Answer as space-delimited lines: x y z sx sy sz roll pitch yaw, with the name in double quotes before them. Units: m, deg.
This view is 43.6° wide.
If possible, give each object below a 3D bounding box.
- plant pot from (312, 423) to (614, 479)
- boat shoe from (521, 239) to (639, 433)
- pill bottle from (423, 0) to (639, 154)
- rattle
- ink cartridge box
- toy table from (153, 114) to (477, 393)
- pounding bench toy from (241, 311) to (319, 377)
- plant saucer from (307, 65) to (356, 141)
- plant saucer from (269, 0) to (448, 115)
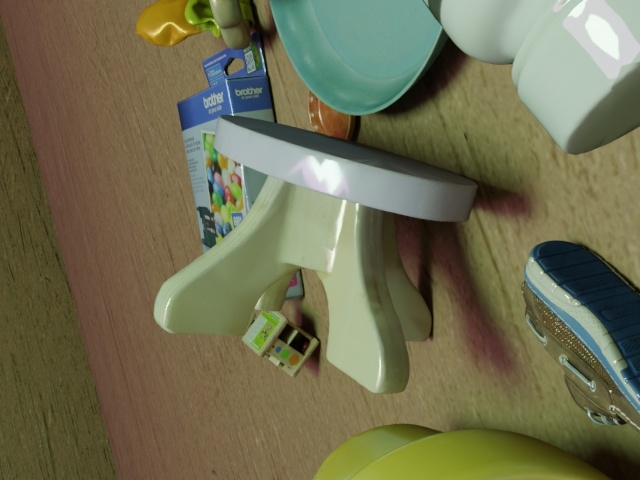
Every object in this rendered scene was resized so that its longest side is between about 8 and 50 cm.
"plant pot" 0.086 0.243 0.564 0.239 0.254 0.254 -167 67 -77
"boat shoe" 0.186 0.077 0.488 0.183 0.066 0.066 -117 25 -48
"pill bottle" 0.101 -0.197 0.410 0.283 0.161 0.161 58 148 16
"rattle" -0.140 -0.258 0.834 0.200 0.142 0.130 -89 4 -71
"ink cartridge box" -0.108 -0.083 0.991 0.186 0.065 0.311 1 100 62
"toy table" 0.000 0.000 0.650 0.274 0.252 0.161 -144 65 -67
"pounding bench toy" -0.051 0.114 0.941 0.052 0.065 0.083 -55 32 -5
"plant saucer" 0.012 -0.129 0.787 0.083 0.013 0.083 36 131 54
"plant saucer" 0.034 -0.265 0.662 0.317 0.043 0.318 32 127 55
